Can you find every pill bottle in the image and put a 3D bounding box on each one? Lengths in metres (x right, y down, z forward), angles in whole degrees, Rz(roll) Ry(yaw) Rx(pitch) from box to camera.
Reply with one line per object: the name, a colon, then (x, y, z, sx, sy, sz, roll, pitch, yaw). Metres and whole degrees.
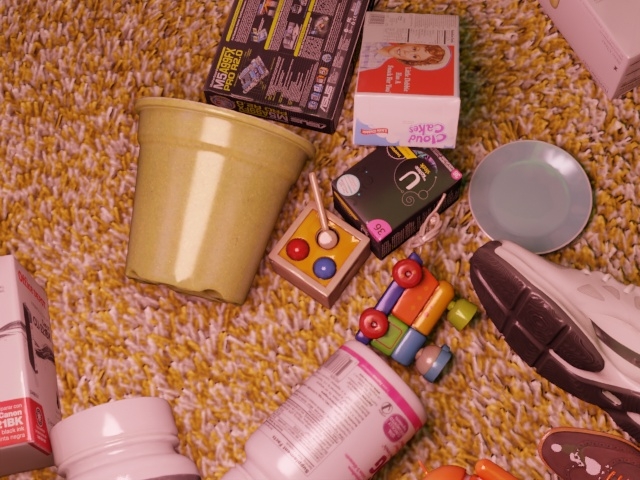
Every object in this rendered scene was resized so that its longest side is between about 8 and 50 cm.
pill bottle: (-0.002, 0.288, 1.609, 0.283, 0.160, 0.160, -44, 74, -10)
pill bottle: (-0.242, 0.408, 1.559, 0.204, 0.204, 0.361, -17, 71, -3)

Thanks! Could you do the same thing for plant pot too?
plant pot: (-0.169, -0.045, 1.703, 0.276, 0.276, 0.254, 13, 84, 8)

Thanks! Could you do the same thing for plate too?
plate: (0.320, -0.065, 1.784, 0.188, 0.024, 0.188, -1, 72, 3)

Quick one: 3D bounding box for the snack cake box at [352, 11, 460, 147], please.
snack cake box: (0.133, -0.247, 1.758, 0.152, 0.089, 0.264, 4, 37, 4)

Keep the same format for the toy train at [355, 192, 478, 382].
toy train: (0.169, 0.073, 1.688, 0.143, 0.105, 0.248, 34, 90, 2)

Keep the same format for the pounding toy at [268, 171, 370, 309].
pounding toy: (0.000, 0.000, 1.740, 0.130, 0.100, 0.141, 34, 76, 13)

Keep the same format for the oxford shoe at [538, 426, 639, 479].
oxford shoe: (0.421, 0.331, 1.585, 0.271, 0.098, 0.097, 23, 93, 20)

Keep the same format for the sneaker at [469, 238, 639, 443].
sneaker: (0.444, 0.107, 1.671, 0.447, 0.169, 0.257, 40, 65, 13)

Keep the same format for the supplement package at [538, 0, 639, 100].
supplement package: (0.477, -0.394, 1.825, 0.204, 0.145, 0.262, -28, 71, -7)

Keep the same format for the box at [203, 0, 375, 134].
box: (-0.045, -0.322, 1.878, 0.216, 0.060, 0.270, 13, 72, 9)

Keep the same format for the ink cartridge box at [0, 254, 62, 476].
ink cartridge box: (-0.451, 0.180, 1.654, 0.114, 0.197, 0.273, -12, 71, -2)

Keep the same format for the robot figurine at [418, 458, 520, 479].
robot figurine: (0.210, 0.390, 1.579, 0.219, 0.158, 0.128, 28, 53, 12)

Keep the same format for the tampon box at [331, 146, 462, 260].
tampon box: (0.114, -0.074, 1.758, 0.161, 0.101, 0.120, -38, 73, -10)
